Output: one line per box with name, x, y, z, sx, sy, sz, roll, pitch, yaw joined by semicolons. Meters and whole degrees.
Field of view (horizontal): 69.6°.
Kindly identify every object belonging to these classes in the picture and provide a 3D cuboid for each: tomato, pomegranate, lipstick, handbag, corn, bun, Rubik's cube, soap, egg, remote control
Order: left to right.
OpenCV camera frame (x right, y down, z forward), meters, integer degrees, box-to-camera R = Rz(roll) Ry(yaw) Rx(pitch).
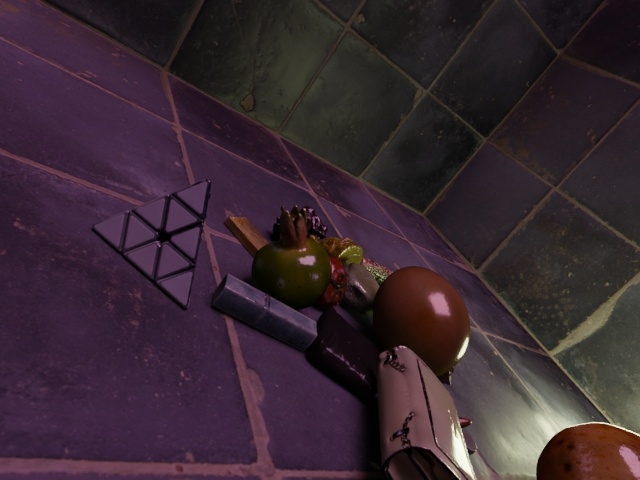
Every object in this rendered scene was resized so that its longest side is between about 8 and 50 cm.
Rubik's cube;-0.369;-0.005;1.158;0.228;0.233;0.229;7;-48;40
soap;-0.217;0.010;1.549;0.252;0.037;0.092;46;22;22
lipstick;-0.139;0.193;1.208;0.289;0.077;0.076;32;19;-18
pomegranate;-0.076;0.052;1.321;0.235;0.302;0.236;8;28;-4
tomato;0.009;0.130;1.516;0.167;0.167;0.167;33;20;-13
handbag;0.080;0.313;1.318;0.223;0.080;0.247;37;20;-3
bun;0.136;0.182;1.670;0.221;0.108;0.221;42;18;-17
corn;0.239;0.137;1.980;0.253;0.086;0.086;23;24;-36
handbag;0.232;0.450;1.110;0.237;0.160;0.358;55;15;-15
egg;0.319;0.251;1.481;0.301;0.301;0.374;24;45;-33
remote control;0.373;0.541;1.399;0.245;0.022;0.077;45;22;21
pomegranate;0.820;0.690;1.258;0.410;0.410;0.410;33;20;-13

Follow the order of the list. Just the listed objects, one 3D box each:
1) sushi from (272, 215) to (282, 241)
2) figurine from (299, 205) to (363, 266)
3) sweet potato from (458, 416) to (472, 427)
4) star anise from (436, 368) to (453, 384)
sushi;-0.134;-0.036;1.714;0.098;0.094;0.084;8;27;-25
figurine;-0.002;0.004;1.816;0.315;0.168;0.187;38;28;30
sweet potato;0.317;0.486;1.356;0.255;0.058;0.078;33;62;16
star anise;0.384;0.407;1.631;0.236;0.093;0.229;42;25;25
